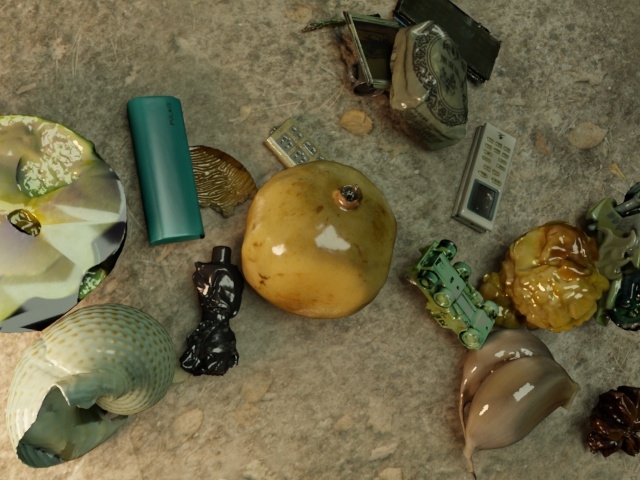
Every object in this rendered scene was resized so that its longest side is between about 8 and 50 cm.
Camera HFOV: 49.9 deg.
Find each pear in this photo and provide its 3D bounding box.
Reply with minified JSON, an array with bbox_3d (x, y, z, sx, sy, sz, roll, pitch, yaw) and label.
[{"bbox_3d":[-0.561,-0.025,1.258,0.398,0.165,0.399,5,76,-23],"label":"pear"}]

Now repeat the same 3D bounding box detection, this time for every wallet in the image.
[{"bbox_3d":[0.340,-0.564,1.837,0.317,0.044,0.169,31,60,-17],"label":"wallet"}]

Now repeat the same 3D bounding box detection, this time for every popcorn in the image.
[{"bbox_3d":[0.547,0.108,1.685,0.332,0.225,0.265,-31,48,1],"label":"popcorn"}]

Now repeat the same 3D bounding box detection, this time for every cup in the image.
[{"bbox_3d":[0.108,-0.406,1.683,0.100,0.078,0.077,12,69,-40],"label":"cup"}]

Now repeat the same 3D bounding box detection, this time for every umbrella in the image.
[{"bbox_3d":[-0.213,0.144,1.413,0.122,0.110,0.272,11,70,-21],"label":"umbrella"}]

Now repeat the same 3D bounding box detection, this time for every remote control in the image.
[{"bbox_3d":[0.427,-0.164,1.784,0.103,0.055,0.277,26,69,-16],"label":"remote control"}]

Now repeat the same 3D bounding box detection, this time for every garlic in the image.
[{"bbox_3d":[0.421,0.352,1.626,0.340,0.231,0.246,-36,139,-10],"label":"garlic"}]

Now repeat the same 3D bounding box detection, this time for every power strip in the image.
[{"bbox_3d":[-0.017,-0.166,1.600,0.268,0.034,0.092,47,65,-8],"label":"power strip"}]

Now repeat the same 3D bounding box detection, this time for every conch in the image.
[{"bbox_3d":[-0.421,0.240,1.212,0.303,0.319,0.215,-47,67,2],"label":"conch"}]

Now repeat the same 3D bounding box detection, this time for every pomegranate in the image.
[{"bbox_3d":[0.000,0.000,1.423,0.332,0.332,0.333,5,76,-23],"label":"pomegranate"}]

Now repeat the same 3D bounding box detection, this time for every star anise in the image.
[{"bbox_3d":[0.752,0.466,1.756,0.190,0.125,0.220,-51,128,-24],"label":"star anise"}]

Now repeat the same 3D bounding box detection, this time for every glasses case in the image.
[{"bbox_3d":[-0.317,-0.147,1.417,0.117,0.070,0.301,-9,79,-20],"label":"glasses case"}]

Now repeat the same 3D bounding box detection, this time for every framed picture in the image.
[{"bbox_3d":[0.164,-0.466,1.701,0.252,0.014,0.197,-14,84,-50],"label":"framed picture"}]

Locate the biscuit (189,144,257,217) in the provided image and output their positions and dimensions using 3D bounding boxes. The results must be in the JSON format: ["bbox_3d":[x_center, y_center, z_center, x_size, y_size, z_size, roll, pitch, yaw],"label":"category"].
[{"bbox_3d":[-0.257,-0.121,1.488,0.228,0.031,0.176,-25,88,-26],"label":"biscuit"}]

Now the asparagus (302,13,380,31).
[{"bbox_3d":[0.056,-0.545,1.726,0.232,0.023,0.022,-17,41,-26],"label":"asparagus"}]

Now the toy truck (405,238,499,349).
[{"bbox_3d":[0.300,0.133,1.624,0.259,0.135,0.128,49,54,-11],"label":"toy truck"}]

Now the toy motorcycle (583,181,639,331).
[{"bbox_3d":[0.788,0.036,1.802,0.168,0.237,0.410,26,71,-32],"label":"toy motorcycle"}]

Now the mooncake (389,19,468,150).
[{"bbox_3d":[0.275,-0.378,1.679,0.254,0.136,0.250,28,62,-45],"label":"mooncake"}]
